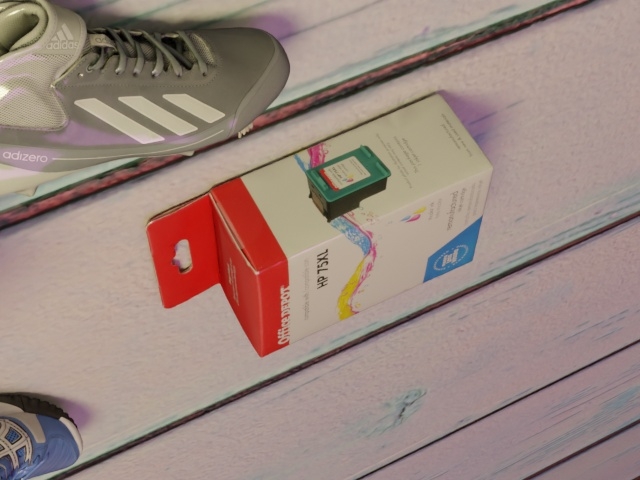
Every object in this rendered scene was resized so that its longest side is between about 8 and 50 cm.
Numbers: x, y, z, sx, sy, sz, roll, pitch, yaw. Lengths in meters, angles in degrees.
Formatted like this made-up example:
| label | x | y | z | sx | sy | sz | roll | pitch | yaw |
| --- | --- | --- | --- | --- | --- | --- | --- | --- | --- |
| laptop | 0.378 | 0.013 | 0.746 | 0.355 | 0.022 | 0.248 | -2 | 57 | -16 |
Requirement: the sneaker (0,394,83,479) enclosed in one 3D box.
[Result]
| label | x | y | z | sx | sy | sz | roll | pitch | yaw |
| --- | --- | --- | --- | --- | --- | --- | --- | --- | --- |
| sneaker | -0.249 | 0.161 | 0.896 | 0.080 | 0.081 | 0.211 | -44 | 153 | 19 |

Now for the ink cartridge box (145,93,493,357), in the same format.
| label | x | y | z | sx | sy | sz | roll | pitch | yaw |
| --- | --- | --- | --- | --- | --- | --- | --- | --- | --- |
| ink cartridge box | 0.000 | 0.000 | 0.889 | 0.231 | 0.078 | 0.134 | -24 | 152 | -14 |

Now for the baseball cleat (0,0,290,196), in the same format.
| label | x | y | z | sx | sy | sz | roll | pitch | yaw |
| --- | --- | --- | --- | --- | --- | --- | --- | --- | --- |
| baseball cleat | -0.105 | -0.086 | 0.642 | 0.206 | 0.072 | 0.109 | -25 | 146 | -22 |
